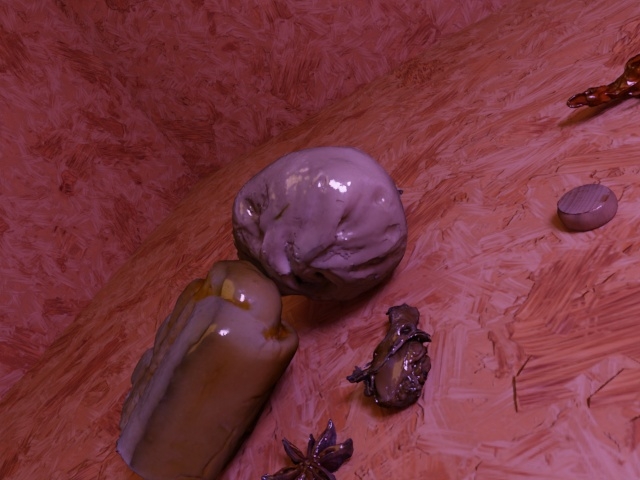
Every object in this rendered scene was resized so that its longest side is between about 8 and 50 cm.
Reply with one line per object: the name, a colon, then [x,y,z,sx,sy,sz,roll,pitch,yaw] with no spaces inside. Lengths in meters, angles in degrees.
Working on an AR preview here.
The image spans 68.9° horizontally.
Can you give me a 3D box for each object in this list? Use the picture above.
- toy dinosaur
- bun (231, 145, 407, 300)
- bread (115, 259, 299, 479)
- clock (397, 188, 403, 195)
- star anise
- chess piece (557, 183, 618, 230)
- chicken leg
toy dinosaur: [0.685,-0.355,0.855,0.432,0.097,0.208,-30,15,6]
bun: [0.000,0.000,0.873,0.362,0.326,0.234,-35,42,40]
bread: [-0.170,0.204,0.788,0.300,0.210,0.341,0,60,63]
clock: [0.086,-0.055,1.076,0.237,0.053,0.236,-20,-5,-2]
star anise: [-0.013,0.316,0.636,0.141,0.042,0.141,-27,24,13]
chess piece: [0.417,-0.053,0.731,0.084,0.038,0.083,-28,24,14]
chicken leg: [0.118,0.160,0.705,0.125,0.080,0.196,-30,21,46]
